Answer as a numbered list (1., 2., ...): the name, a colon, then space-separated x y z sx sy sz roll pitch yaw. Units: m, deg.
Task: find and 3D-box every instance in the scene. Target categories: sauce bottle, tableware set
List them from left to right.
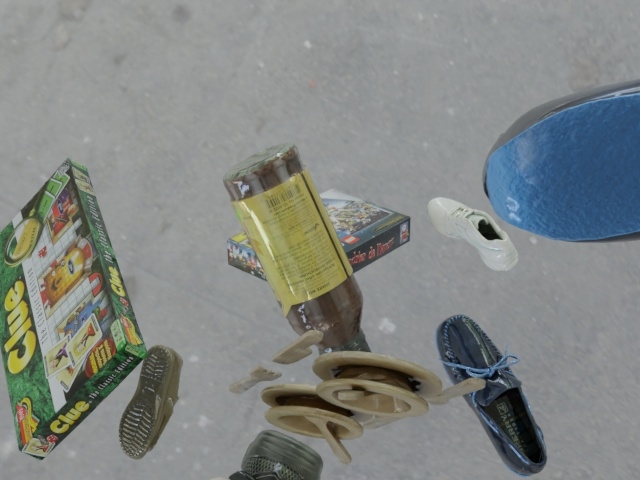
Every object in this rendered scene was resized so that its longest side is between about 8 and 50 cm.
1. sauce bottle: -0.013 0.047 1.405 0.111 0.111 0.344 -19 103 19
2. tableware set: 0.016 0.119 0.758 0.194 0.128 0.039 139 145 -62

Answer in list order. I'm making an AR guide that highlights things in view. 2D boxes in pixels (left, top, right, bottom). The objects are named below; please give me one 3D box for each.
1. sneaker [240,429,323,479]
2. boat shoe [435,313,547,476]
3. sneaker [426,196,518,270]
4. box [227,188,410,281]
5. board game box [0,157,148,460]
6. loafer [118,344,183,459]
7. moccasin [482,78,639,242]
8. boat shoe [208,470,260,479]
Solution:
1. sneaker: -0.061 0.266 0.959 0.087 0.227 0.130 28 60 7
2. boat shoe: 0.264 0.217 1.577 0.109 0.089 0.258 -33 83 -14
3. sneaker: 0.200 -0.022 1.423 0.053 0.061 0.152 -41 53 -16
4. box: 0.000 0.000 1.594 0.159 0.233 0.044 23 126 37
5. board game box: -0.231 0.050 0.945 0.136 0.030 0.260 -47 42 16
6. loafer: -0.199 0.197 1.312 0.056 0.050 0.148 27 101 30
7. moccasin: 0.270 -0.072 0.684 0.342 0.117 0.138 -1 98 -2
8. boat shoe: -0.126 0.289 0.617 0.127 0.340 0.158 35 128 18
